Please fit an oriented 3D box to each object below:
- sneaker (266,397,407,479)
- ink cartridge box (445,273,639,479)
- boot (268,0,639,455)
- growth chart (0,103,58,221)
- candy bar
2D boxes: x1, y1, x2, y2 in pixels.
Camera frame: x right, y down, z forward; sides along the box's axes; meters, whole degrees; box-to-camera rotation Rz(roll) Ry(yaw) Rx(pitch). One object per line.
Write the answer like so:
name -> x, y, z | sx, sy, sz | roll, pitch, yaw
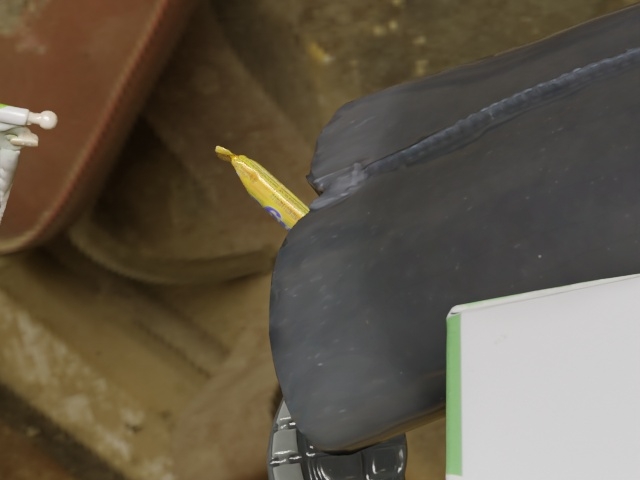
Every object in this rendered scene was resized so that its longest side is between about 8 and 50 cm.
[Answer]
sneaker -> 0.022, 0.216, 1.228 | 0.106, 0.101, 0.267 | 89, 172, -63
ink cartridge box -> 0.107, 0.145, 0.566 | 0.093, 0.160, 0.219 | -12, 124, 12
boot -> 0.163, -0.009, 0.662 | 0.445, 0.367, 0.146 | -17, 111, 28
growth chart -> -0.331, -0.062, 1.457 | 0.237, 0.172, 0.021 | 129, 151, -54
candy bar -> 0.000, 0.000, 1.011 | 0.161, 0.040, 0.018 | 43, 84, 10
